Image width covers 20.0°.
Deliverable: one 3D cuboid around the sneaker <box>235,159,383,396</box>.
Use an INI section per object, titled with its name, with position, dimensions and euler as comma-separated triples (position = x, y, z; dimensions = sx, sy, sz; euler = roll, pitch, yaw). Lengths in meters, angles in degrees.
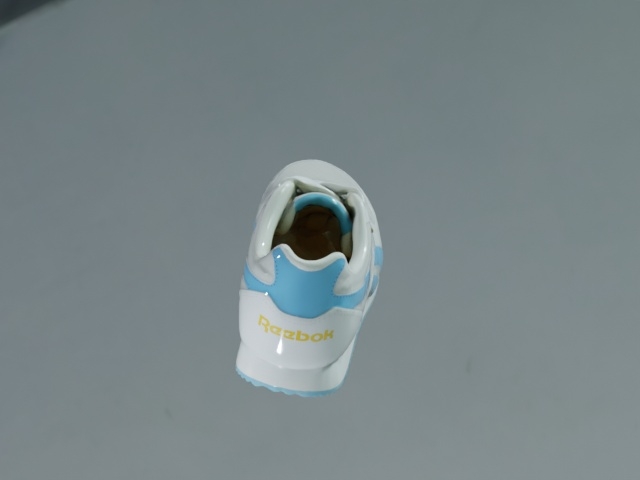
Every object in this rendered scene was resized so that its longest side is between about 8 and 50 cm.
[sneaker]
position = 0.000, 0.000, 1.094
dimensions = 0.087, 0.092, 0.228
euler = 10, 27, -3
